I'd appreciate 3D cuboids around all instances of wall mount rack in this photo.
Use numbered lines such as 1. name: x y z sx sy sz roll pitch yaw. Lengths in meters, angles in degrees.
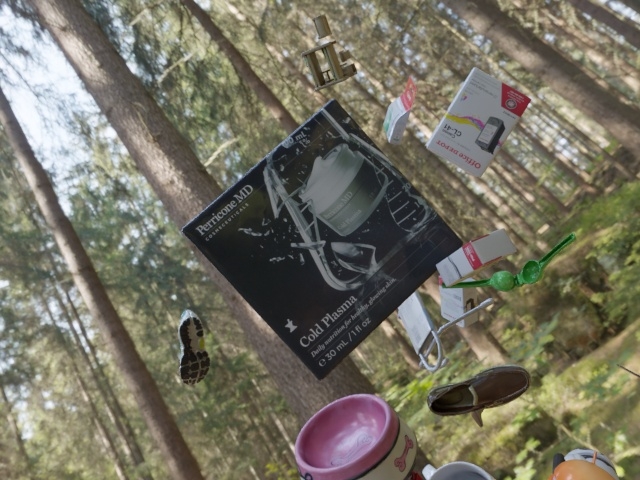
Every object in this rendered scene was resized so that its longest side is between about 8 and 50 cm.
1. wall mount rack: 0.350 0.206 1.598 0.131 0.350 0.304 4 -51 -21

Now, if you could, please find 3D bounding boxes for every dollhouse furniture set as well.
1. dollhouse furniture set: 0.013 -0.537 1.535 0.101 0.181 0.161 -13 18 25

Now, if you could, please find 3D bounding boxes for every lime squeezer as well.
1. lime squeezer: 0.442 0.079 1.235 0.311 0.058 0.110 -24 -27 26

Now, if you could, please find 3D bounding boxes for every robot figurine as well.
1. robot figurine: 0.438 0.476 0.928 0.158 0.128 0.219 10 -70 -49
2. robot figurine: 0.829 0.763 1.648 0.174 0.209 0.278 -19 6 26

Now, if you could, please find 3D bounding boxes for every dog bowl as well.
1. dog bowl: 0.097 0.662 1.728 0.408 0.150 0.408 -23 18 8

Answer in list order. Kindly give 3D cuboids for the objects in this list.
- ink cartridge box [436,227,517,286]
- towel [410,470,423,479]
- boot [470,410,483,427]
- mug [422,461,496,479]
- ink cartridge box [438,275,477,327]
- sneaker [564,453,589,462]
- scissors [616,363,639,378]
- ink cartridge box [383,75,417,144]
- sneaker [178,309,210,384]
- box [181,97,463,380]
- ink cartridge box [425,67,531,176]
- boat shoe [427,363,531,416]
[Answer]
1. ink cartridge box: 0.318 0.037 1.110 0.099 0.056 0.135 -18 -16 -27
2. towel: 0.304 0.890 1.686 0.031 0.274 0.198 -6 -42 26
3. boot: 0.571 0.590 1.910 0.087 0.118 0.042 -22 -16 -20
4. mug: 0.525 0.956 1.953 0.276 0.374 0.328 -51 -47 -8
5. ink cartridge box: 0.515 0.218 2.010 0.073 0.127 0.175 -21 -64 -26
6. sneaker: 0.726 0.599 1.249 0.169 0.292 0.108 -40 -41 9
7. scissors: 1.045 0.454 1.692 0.021 0.297 0.109 -63 -5 4
8. ink cartridge box: 0.307 -0.513 2.096 0.056 0.181 0.224 8 -56 -7
9. sneaker: -0.450 0.375 1.893 0.107 0.110 0.275 -4 -75 -22
10. box: 0.000 0.000 1.362 0.480 0.471 0.297 -43 1 -7
11. ink cartridge box: 0.538 -0.402 1.856 0.306 0.226 0.131 -60 -4 11
12. boat shoe: 0.383 0.374 1.301 0.258 0.095 0.095 -25 -10 17
